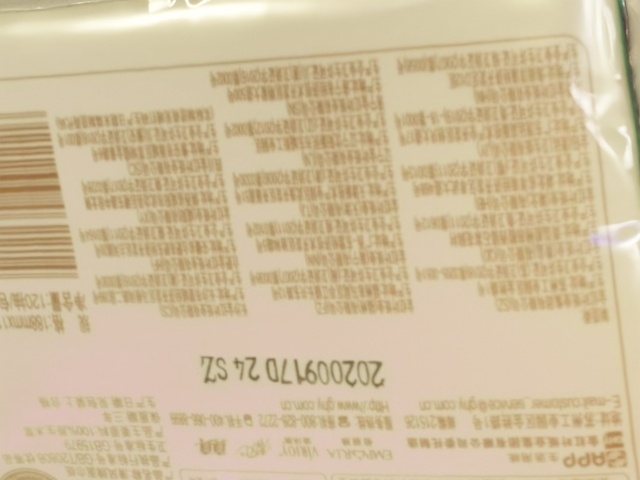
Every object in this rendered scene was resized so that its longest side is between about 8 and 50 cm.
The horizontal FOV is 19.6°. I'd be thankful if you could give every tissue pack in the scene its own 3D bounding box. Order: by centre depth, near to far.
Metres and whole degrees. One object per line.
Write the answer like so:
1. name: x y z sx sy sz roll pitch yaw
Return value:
1. tissue pack: 0.000 0.000 0.524 0.225 0.185 0.124 -3 21 23
